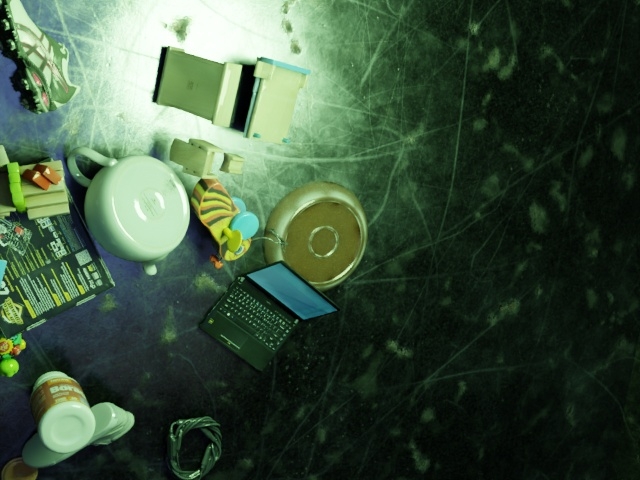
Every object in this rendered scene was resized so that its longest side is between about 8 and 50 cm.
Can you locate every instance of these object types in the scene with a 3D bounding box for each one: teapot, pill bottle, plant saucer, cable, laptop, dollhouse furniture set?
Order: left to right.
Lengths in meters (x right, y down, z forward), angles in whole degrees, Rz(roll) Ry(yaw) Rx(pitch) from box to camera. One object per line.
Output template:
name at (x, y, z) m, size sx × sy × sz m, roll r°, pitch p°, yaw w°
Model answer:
plant saucer at (-0.719, 0.557, 1.893) m, size 0.083 × 0.013 × 0.084 m, roll -8°, pitch 108°, yaw -26°
pill bottle at (-0.590, 0.380, 1.791) m, size 0.121 × 0.216 × 0.121 m, roll -8°, pitch 108°, yaw -26°
teapot at (-0.435, -0.067, 1.769) m, size 0.252 × 0.187 × 0.256 m, roll 11°, pitch 73°, yaw -48°
cable at (-0.331, 0.548, 2.077) m, size 0.150 × 0.047 × 0.185 m, roll -8°, pitch 105°, yaw -30°
dollhouse furniture set at (-0.204, -0.300, 1.860) m, size 0.303 × 0.198 × 0.287 m, roll -2°, pitch 111°, yaw -52°
laptop at (-0.128, 0.199, 2.022) m, size 0.234 × 0.136 × 0.264 m, roll 41°, pitch 84°, yaw -29°
plant saucer at (0.000, 0.000, 2.082) m, size 0.310 × 0.050 × 0.311 m, roll -7°, pitch 108°, yaw -24°

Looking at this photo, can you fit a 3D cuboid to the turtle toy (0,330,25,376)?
turtle toy at (-0.710, 0.242, 1.775) m, size 0.095 × 0.066 × 0.130 m, roll -13°, pitch 110°, yaw -23°

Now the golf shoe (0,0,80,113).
golf shoe at (-0.599, -0.403, 1.642) m, size 0.120 × 0.105 × 0.273 m, roll -33°, pitch 124°, yaw -33°

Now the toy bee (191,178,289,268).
toy bee at (-0.216, -0.013, 1.873) m, size 0.162 × 0.195 × 0.298 m, roll -46°, pitch 113°, yaw 0°

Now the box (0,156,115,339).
box at (-0.632, 0.014, 1.714) m, size 0.257 × 0.079 × 0.322 m, roll -28°, pitch 105°, yaw -16°

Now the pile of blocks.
pile of blocks at (-0.683, -0.132, 1.585) m, size 0.362 × 0.112 × 0.149 m, roll 14°, pitch 74°, yaw -10°

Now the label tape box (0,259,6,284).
label tape box at (-0.798, 0.126, 1.532) m, size 0.333 × 0.106 × 0.241 m, roll 14°, pitch 90°, yaw -31°

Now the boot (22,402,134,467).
boot at (-0.574, 0.478, 1.900) m, size 0.258 × 0.095 × 0.123 m, roll -26°, pitch 152°, yaw 6°
